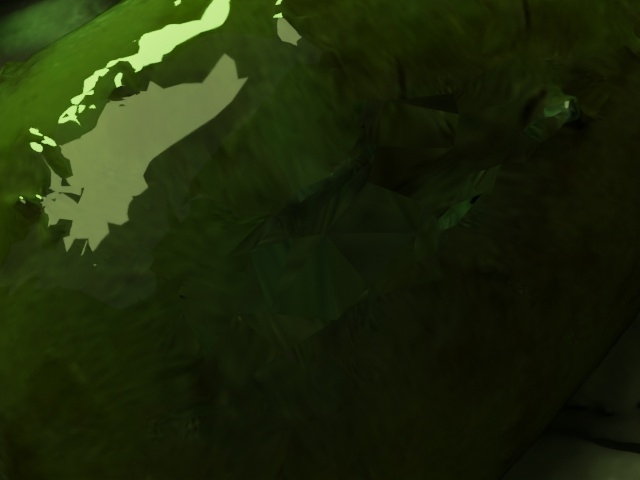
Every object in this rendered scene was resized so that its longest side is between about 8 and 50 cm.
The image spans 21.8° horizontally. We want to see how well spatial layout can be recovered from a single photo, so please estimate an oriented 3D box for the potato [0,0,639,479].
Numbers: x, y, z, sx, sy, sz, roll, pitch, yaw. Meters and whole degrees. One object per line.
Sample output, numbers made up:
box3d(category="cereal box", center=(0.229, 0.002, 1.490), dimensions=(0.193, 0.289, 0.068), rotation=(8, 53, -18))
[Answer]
box3d(category="potato", center=(0.000, 0.000, 0.544), dimensions=(0.307, 0.210, 0.173), rotation=(-39, 6, -17))
